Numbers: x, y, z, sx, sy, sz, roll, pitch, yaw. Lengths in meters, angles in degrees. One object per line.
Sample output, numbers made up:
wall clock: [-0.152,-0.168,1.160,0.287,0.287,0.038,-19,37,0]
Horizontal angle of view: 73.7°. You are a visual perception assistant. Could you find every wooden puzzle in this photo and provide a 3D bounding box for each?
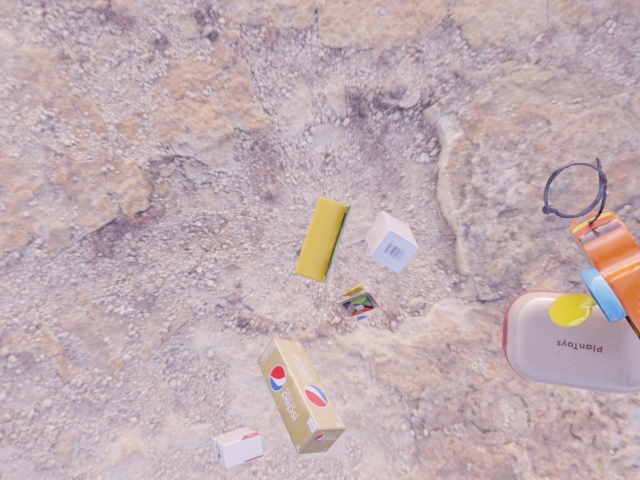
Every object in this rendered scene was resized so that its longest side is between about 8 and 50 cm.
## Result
wooden puzzle: [0.073,0.127,0.833,0.078,0.116,0.014,-24,48,20]

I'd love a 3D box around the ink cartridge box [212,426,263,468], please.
ink cartridge box: [-0.239,0.591,1.226,0.109,0.150,0.063,-7,78,-27]

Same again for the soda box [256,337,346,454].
soda box: [-0.036,0.243,0.687,0.061,0.181,0.058,21,113,-41]

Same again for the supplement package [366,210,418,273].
supplement package: [0.213,0.002,1.299,0.105,0.179,0.105,30,109,-9]

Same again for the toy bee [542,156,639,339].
toy bee: [0.389,0.022,0.543,0.195,0.162,0.298,-10,104,20]

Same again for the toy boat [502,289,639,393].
toy boat: [0.424,0.155,0.704,0.231,0.151,0.151,4,95,21]

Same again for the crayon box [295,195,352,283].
crayon box: [0.000,0.000,1.146,0.083,0.323,0.203,18,87,-3]
